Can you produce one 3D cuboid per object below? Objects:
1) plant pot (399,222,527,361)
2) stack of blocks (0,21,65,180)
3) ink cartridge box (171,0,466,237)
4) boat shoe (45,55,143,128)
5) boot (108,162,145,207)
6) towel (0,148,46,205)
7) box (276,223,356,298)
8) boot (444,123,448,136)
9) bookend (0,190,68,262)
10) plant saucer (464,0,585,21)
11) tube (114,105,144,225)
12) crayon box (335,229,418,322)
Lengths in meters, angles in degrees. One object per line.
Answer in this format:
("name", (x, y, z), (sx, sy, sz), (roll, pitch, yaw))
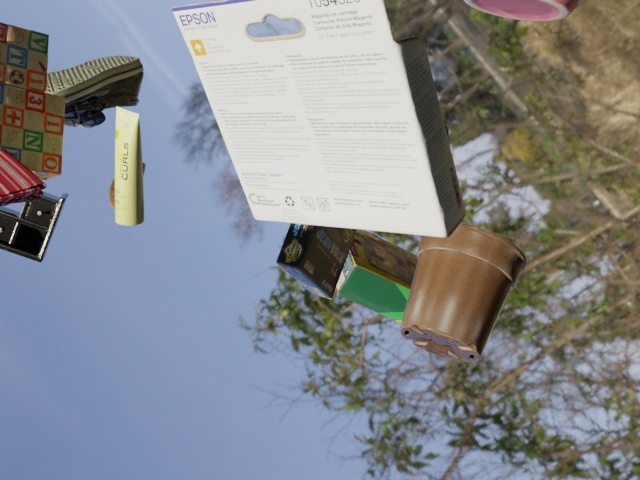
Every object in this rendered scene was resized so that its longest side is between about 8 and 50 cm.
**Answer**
("plant pot", (0.201, 0.082, 1.134), (0.167, 0.167, 0.165), (36, -113, -32))
("stack of blocks", (-0.629, -0.285, 1.580), (0.171, 0.087, 0.297), (6, -99, -42))
("ink cartridge box", (-0.002, -0.164, 0.965), (0.071, 0.324, 0.330), (-45, -52, -39))
("boat shoe", (-0.644, -0.370, 2.014), (0.187, 0.155, 0.500), (12, -152, 22))
("boot", (-0.529, -0.157, 2.098), (0.085, 0.059, 0.157), (25, -109, -44))
("towel", (-0.594, -0.072, 1.185), (0.275, 0.031, 0.199), (-22, -143, -33))
("box", (0.000, 0.000, 1.464), (0.051, 0.175, 0.220), (15, 166, 22))
("boot", (0.118, -0.211, 1.613), (0.229, 0.263, 0.091), (-32, -55, -35))
("bookend", (-0.664, -0.055, 1.688), (0.156, 0.157, 0.072), (22, -174, -16))
("plant saucer", (0.467, -0.588, 1.789), (0.332, 0.084, 0.332), (11, -175, -1))
("tube", (-0.399, -0.152, 1.576), (0.070, 0.240, 0.062), (7, -160, 5))
("crayon box", (0.177, 0.098, 2.088), (0.313, 0.106, 0.363), (26, -164, -15))
